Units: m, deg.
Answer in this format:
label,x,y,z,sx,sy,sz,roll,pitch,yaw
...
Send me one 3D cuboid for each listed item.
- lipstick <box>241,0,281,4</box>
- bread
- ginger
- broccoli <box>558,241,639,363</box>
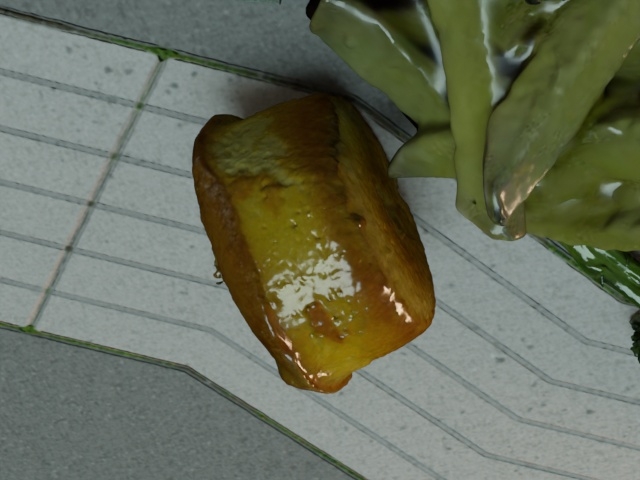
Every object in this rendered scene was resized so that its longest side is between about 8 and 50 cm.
label,x,y,z,sx,sy,sz,roll,pitch,yaw
lipstick,-0.095,-0.223,1.231,0.129,0.030,0.030,7,131,3
bread,0.000,0.000,1.267,0.145,0.268,0.268,-23,123,17
ginger,0.203,-0.126,1.157,0.413,0.211,0.358,24,127,-11
broccoli,0.303,0.051,1.373,0.204,0.122,0.118,39,111,-6
